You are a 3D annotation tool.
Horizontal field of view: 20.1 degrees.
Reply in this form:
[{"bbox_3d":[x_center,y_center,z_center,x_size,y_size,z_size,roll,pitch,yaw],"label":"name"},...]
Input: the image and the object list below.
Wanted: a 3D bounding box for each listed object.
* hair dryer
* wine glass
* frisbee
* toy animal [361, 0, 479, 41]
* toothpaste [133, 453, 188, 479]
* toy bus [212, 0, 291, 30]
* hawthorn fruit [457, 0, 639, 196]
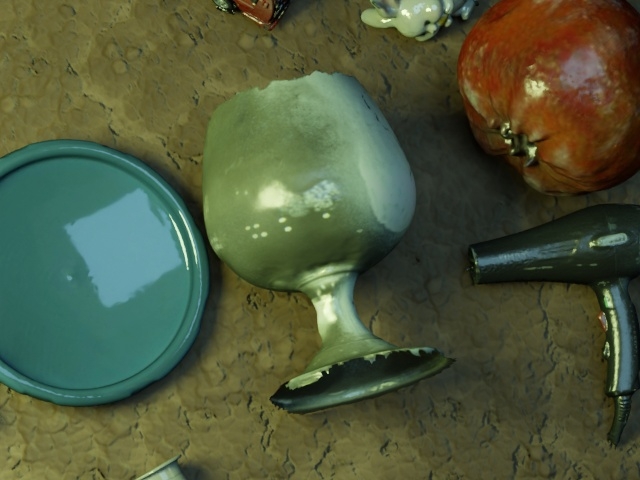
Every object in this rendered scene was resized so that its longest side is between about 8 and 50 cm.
[{"bbox_3d":[0.293,0.099,1.992,0.235,0.091,0.271,-9,82,-4],"label":"hair dryer"},{"bbox_3d":[0.000,0.000,1.878,0.238,0.238,0.323,-9,76,-14],"label":"wine glass"},{"bbox_3d":[-0.260,0.036,1.902,0.289,0.049,0.289,5,75,-19],"label":"frisbee"},{"bbox_3d":[0.119,-0.269,2.051,0.124,0.071,0.085,-41,88,-18],"label":"toy animal"},{"bbox_3d":[-0.104,0.348,1.849,0.096,0.061,0.266,-25,82,-50],"label":"toothpaste"},{"bbox_3d":[-0.135,-0.324,2.000,0.235,0.096,0.073,29,74,-2],"label":"toy bus"},{"bbox_3d":[0.291,-0.191,1.992,0.242,0.242,0.271,40,69,0],"label":"hawthorn fruit"}]
